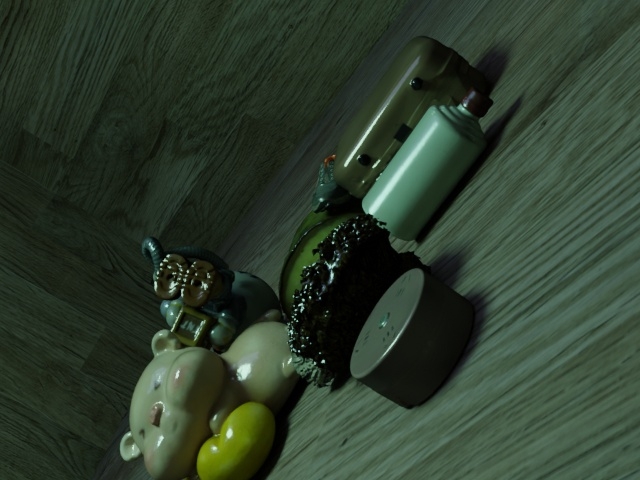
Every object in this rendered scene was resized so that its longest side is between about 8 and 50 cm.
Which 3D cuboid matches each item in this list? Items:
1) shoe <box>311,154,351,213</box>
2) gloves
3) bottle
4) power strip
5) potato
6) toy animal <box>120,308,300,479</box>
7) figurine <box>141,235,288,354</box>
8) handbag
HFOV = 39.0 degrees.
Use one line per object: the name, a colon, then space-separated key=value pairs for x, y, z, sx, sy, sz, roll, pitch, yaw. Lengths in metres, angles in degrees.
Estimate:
shoe: x=0.017 y=-0.106 z=1.664 sx=0.074 sy=0.077 sz=0.194 roll=-18 pitch=12 yaw=17
gloves: x=0.039 y=0.085 z=1.248 sx=0.210 sy=0.135 sz=0.312 roll=-39 pitch=-16 yaw=-14
bottle: x=0.169 y=-0.120 z=1.354 sx=0.245 sy=0.104 sz=0.104 roll=-55 pitch=11 yaw=20
power strip: x=0.104 y=0.110 z=1.050 sx=0.154 sy=0.078 sz=0.154 roll=-56 pitch=10 yaw=15
potato: x=0.000 y=0.000 z=1.784 sx=0.269 sy=0.112 sz=0.255 roll=-53 pitch=10 yaw=16
toy animal: x=-0.187 y=0.257 z=1.491 sx=0.345 sy=0.247 sz=0.277 roll=-57 pitch=11 yaw=1
figurine: x=-0.186 y=0.135 z=1.716 sx=0.186 sy=0.261 sz=0.382 roll=-61 pitch=-20 yaw=-6
handbag: x=0.152 y=-0.221 z=1.623 sx=0.302 sy=0.149 sz=0.283 roll=-56 pitch=13 yaw=18
